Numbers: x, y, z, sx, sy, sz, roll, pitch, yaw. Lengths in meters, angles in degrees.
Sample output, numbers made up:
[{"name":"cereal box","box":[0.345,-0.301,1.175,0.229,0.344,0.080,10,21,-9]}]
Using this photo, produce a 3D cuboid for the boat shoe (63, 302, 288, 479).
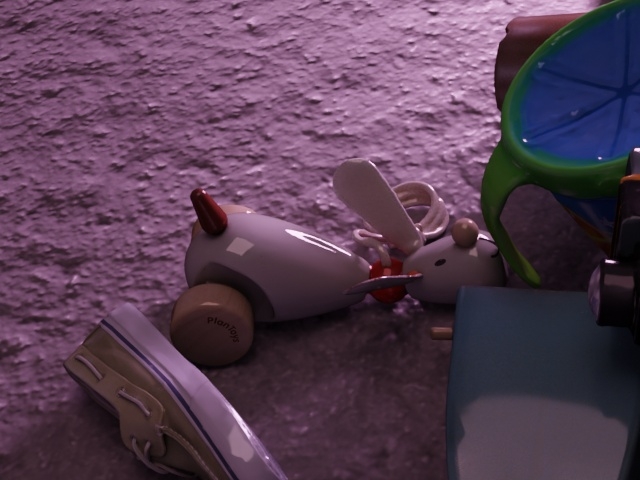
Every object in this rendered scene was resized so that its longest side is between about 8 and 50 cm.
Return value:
[{"name":"boat shoe","box":[-0.134,0.164,1.310,0.094,0.109,0.302,-42,39,-10]}]

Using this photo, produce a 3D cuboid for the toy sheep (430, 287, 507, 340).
[{"name":"toy sheep","box":[0.166,0.085,1.331,0.132,0.091,0.091,-6,42,-2]}]

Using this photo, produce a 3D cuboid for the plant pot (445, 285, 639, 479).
[{"name":"plant pot","box":[0.183,0.182,1.168,0.165,0.165,0.234,2,47,14]}]

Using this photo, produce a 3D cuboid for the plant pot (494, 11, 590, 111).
[{"name":"plant pot","box":[0.284,-0.176,1.546,0.165,0.167,0.167,6,44,30]}]

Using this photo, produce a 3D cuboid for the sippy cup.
[{"name":"sippy cup","box":[0.317,-0.074,1.342,0.305,0.224,0.240,-9,46,35]}]

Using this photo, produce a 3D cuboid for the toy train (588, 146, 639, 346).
[{"name":"toy train","box":[0.371,0.016,1.099,0.334,0.142,0.190,2,43,7]}]

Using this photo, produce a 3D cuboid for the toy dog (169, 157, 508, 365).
[{"name":"toy dog","box":[0.000,0.000,1.400,0.333,0.161,0.220,-19,43,-9]}]
